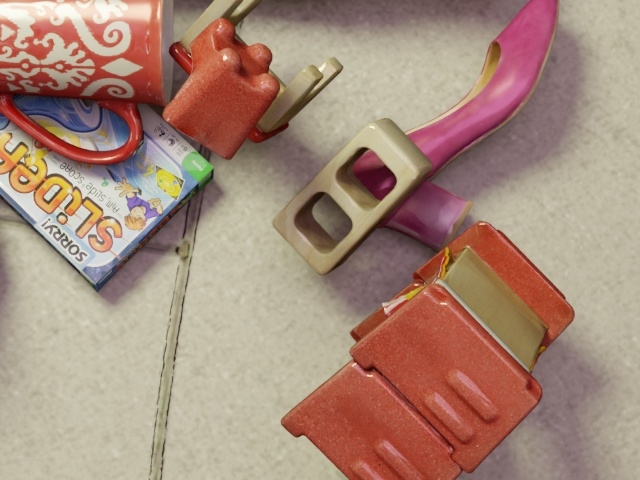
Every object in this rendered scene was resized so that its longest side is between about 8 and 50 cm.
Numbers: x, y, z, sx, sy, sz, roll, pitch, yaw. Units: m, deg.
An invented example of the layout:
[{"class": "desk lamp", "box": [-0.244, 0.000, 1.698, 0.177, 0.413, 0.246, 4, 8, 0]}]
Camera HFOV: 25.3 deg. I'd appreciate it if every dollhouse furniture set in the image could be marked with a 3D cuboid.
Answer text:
[{"class": "dollhouse furniture set", "box": [0.000, 0.000, 1.042, 0.374, 0.201, 0.152, 46, 112, 3]}]

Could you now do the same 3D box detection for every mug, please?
[{"class": "mug", "box": [-0.201, -0.142, 1.094, 0.169, 0.113, 0.150, 1, 76, -2]}]

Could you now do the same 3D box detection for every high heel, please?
[{"class": "high heel", "box": [0.102, -0.116, 1.172, 0.117, 0.082, 0.244, 29, 87, -3]}]

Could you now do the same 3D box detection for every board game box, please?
[{"class": "board game box", "box": [-0.204, -0.076, 1.152, 0.201, 0.035, 0.136, 43, 77, 5]}]
